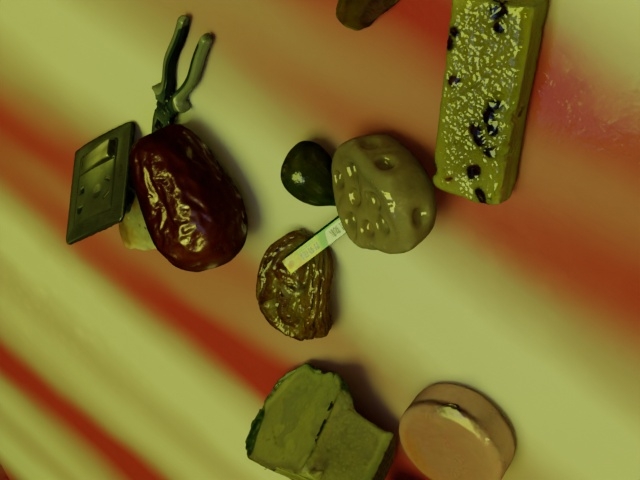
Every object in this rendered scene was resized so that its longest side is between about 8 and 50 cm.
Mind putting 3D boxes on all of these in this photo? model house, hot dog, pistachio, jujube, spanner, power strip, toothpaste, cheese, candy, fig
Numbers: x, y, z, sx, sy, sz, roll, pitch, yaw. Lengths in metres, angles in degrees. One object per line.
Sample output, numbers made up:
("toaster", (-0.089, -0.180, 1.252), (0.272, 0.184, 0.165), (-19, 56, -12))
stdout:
("model house", (0.024, 0.466, 1.922), (0.266, 0.261, 0.321), (37, 159, -23))
("hot dog", (-0.052, 0.108, 1.790), (0.175, 0.114, 0.259), (19, 129, 26))
("pistachio", (0.074, -0.414, 1.390), (0.173, 0.049, 0.089), (-32, 95, 45))
("jujube", (-0.288, -0.088, 1.783), (0.223, 0.223, 0.318), (-18, 102, 43))
("spanner", (-0.306, -0.327, 1.752), (0.095, 0.040, 0.325), (41, 134, 9))
("power strip", (-0.505, -0.129, 1.959), (0.257, 0.092, 0.251), (-17, 69, 43))
("toothpaste", (0.000, 0.000, 1.673), (0.178, 0.043, 0.037), (-37, 92, 18))
("cheese", (0.111, -0.080, 1.514), (0.235, 0.117, 0.218), (62, 152, 16))
("candy", (0.286, 0.414, 1.743), (0.255, 0.094, 0.255), (20, 128, 27))
("fig", (-0.001, -0.110, 1.617), (0.117, 0.117, 0.177), (-18, 127, 43))

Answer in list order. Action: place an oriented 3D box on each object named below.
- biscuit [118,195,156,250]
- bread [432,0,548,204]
("biscuit", (-0.380, -0.049, 1.993), (0.309, 0.040, 0.204), (9, 123, 33))
("bread", (0.266, -0.226, 1.345), (0.138, 0.077, 0.361), (22, 129, 27))
